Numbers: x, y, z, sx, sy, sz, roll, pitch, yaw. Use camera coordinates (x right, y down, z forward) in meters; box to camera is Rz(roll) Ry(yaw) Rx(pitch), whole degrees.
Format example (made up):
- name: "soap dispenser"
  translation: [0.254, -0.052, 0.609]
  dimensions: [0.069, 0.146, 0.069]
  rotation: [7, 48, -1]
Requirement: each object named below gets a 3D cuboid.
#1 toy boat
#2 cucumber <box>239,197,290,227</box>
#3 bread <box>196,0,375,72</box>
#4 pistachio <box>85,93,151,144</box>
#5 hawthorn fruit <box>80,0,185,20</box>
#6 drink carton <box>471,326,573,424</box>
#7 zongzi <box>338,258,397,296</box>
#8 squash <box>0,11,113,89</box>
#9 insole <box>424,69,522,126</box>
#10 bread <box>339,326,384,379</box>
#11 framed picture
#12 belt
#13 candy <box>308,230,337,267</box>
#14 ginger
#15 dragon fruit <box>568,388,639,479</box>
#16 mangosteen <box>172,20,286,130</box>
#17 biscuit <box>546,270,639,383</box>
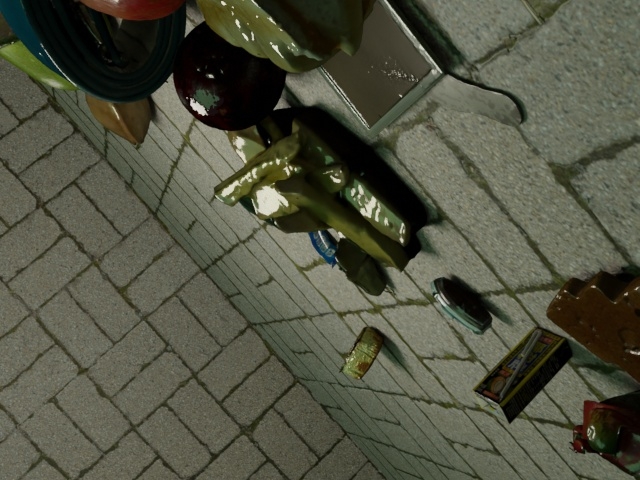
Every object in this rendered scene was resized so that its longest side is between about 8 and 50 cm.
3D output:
- name: "toy boat"
  translation: [0.256, 0.123, 1.444]
  dimensions: [0.140, 0.059, 0.066]
  rotation: [44, 145, 22]
- name: "cucumber"
  translation: [-0.159, -0.098, 1.988]
  dimensions: [0.244, 0.063, 0.115]
  rotation: [30, 155, 49]
- name: "bread"
  translation: [-0.086, -0.373, 0.934]
  dimensions: [0.300, 0.210, 0.341]
  rotation: [46, 172, -34]
- name: "pistachio"
  translation: [-0.561, -0.369, 2.205]
  dimensions: [0.260, 0.163, 0.212]
  rotation: [66, -171, -50]
- name: "hawthorn fruit"
  translation: [-0.279, -0.460, 1.125]
  dimensions: [0.254, 0.254, 0.300]
  rotation: [49, 178, -2]
- name: "drink carton"
  translation: [0.334, 0.219, 1.284]
  dimensions: [0.071, 0.166, 0.056]
  rotation: [23, 149, 53]
- name: "zongzi"
  translation: [0.122, 0.077, 1.702]
  dimensions: [0.154, 0.062, 0.130]
  rotation: [43, 152, -5]
- name: "squash"
  translation: [-0.629, -0.519, 1.932]
  dimensions: [0.310, 0.310, 0.309]
  rotation: [34, 177, 40]
- name: "insole"
  translation: [0.186, -0.191, 1.014]
  dimensions: [0.193, 0.006, 0.065]
  rotation: [31, 156, 43]
- name: "bread"
  translation: [0.114, 0.299, 2.081]
  dimensions: [0.069, 0.140, 0.128]
  rotation: [30, -155, 3]
- name: "framed picture"
  translation: [0.056, -0.280, 1.115]
  dimensions: [0.232, 0.019, 0.296]
  rotation: [52, 163, -3]
- name: "belt"
  translation: [-0.414, -0.460, 1.395]
  dimensions: [0.173, 0.300, 0.436]
  rotation: [35, 156, 33]
- name: "candy"
  translation: [0.000, 0.000, 1.851]
  dimensions: [0.136, 0.038, 0.088]
  rotation: [55, 161, 9]
- name: "ginger"
  translation: [-0.013, -0.055, 1.474]
  dimensions: [0.413, 0.211, 0.358]
  rotation: [39, 163, 26]
- name: "dragon fruit"
  translation: [0.485, 0.301, 1.093]
  dimensions: [0.268, 0.130, 0.295]
  rotation: [31, 180, 0]
- name: "mangosteen"
  translation: [-0.151, -0.284, 1.328]
  dimensions: [0.210, 0.210, 0.210]
  rotation: [43, 162, 17]
- name: "biscuit"
  translation: [0.426, 0.121, 1.050]
  dimensions: [0.301, 0.043, 0.278]
  rotation: [22, 153, 54]
